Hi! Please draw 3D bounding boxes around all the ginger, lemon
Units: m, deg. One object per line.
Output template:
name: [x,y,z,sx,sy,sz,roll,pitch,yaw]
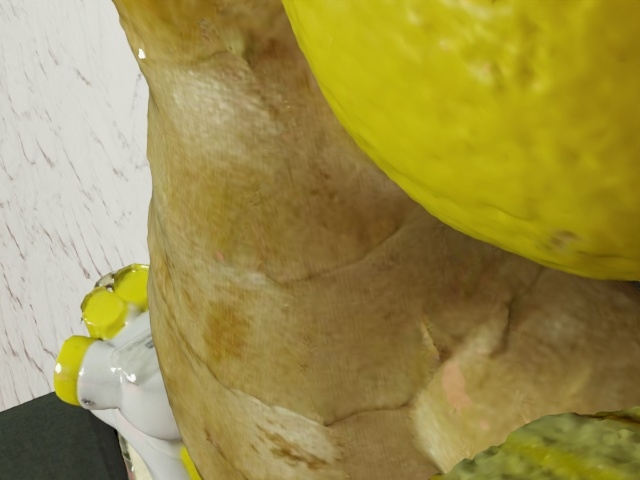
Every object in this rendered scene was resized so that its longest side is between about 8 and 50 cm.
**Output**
ginger: [0.012,0.019,0.609,0.236,0.166,0.375,57,178,25]
lemon: [0.074,-0.087,0.413,0.180,0.180,0.193,32,110,60]

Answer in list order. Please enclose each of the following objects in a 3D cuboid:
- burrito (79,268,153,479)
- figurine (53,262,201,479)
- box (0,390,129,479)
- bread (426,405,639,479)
burrito: [-0.103,0.110,1.175,0.045,0.041,0.185,-10,97,27]
figurine: [-0.081,0.091,1.044,0.129,0.109,0.178,46,156,10]
box: [-0.280,0.282,1.323,0.204,0.345,0.251,128,122,-71]
bread: [0.130,0.170,0.504,0.184,0.110,0.234,18,123,53]
